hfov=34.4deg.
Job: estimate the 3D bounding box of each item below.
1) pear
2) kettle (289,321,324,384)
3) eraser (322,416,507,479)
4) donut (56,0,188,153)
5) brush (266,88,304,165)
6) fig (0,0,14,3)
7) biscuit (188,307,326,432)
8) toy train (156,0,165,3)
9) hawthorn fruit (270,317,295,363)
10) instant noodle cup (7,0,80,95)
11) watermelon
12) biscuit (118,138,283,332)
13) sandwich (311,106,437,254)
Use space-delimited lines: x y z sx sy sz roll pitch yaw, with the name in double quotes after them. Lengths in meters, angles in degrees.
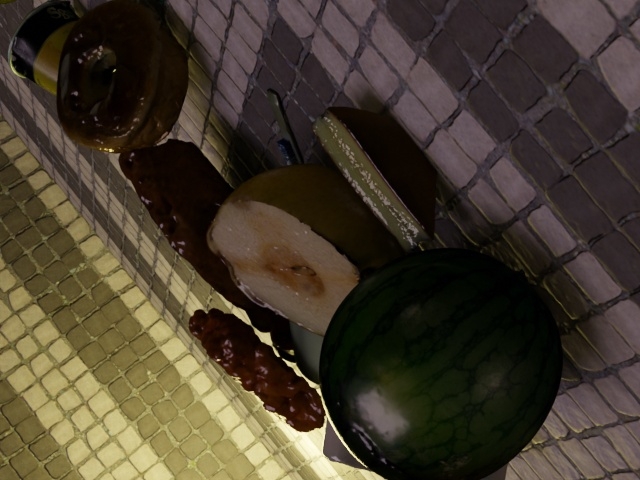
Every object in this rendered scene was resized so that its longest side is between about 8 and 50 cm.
0.000 0.000 1.797 0.386 0.191 0.340 9 139 45 "pear"
0.044 0.169 2.088 0.240 0.165 0.255 13 143 15 "kettle"
0.204 0.350 1.884 0.331 0.150 0.331 12 180 0 "eraser"
-0.392 -0.314 2.067 0.330 0.330 0.160 35 -172 40 "donut"
-0.070 -0.194 1.881 0.033 0.030 0.179 45 161 49 "brush"
-0.814 -0.662 2.465 0.203 0.225 0.203 27 124 49 "fig"
-0.135 0.268 2.202 0.312 0.110 0.318 45 174 -23 "biscuit"
-0.208 -0.453 1.597 0.083 0.132 0.200 51 162 3 "toy train"
-0.044 0.203 2.306 0.148 0.148 0.172 52 175 2 "hawthorn fruit"
-0.570 -0.412 2.404 0.236 0.215 0.216 37 156 15 "instant noodle cup"
0.172 0.177 1.500 0.363 0.363 0.363 44 159 22 "watermelon"
-0.217 -0.024 2.168 0.343 0.166 0.395 53 -179 39 "biscuit"
0.099 -0.108 1.559 0.258 0.096 0.094 53 154 5 "sandwich"
